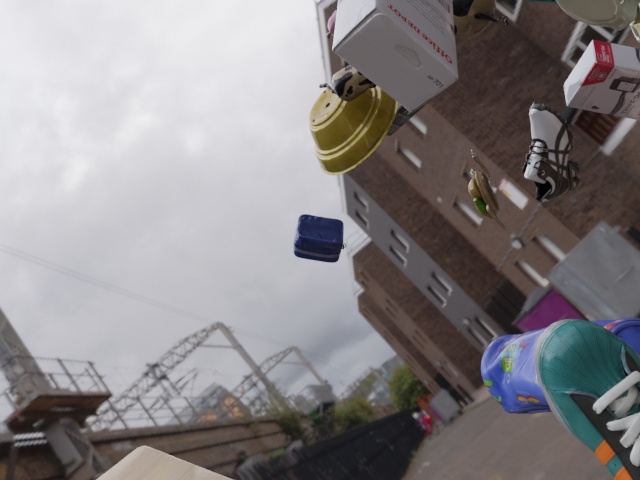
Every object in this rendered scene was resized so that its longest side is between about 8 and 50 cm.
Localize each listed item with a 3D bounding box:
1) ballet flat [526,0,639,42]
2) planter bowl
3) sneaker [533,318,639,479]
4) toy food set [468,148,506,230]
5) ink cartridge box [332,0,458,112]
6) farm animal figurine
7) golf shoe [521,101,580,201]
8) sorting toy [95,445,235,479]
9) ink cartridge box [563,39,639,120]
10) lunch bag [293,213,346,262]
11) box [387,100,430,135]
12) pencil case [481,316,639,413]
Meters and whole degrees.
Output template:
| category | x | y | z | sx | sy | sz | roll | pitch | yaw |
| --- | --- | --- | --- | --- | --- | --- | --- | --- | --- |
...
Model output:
| category | x | y | z | sx | sy | sz | roll | pitch | yaw |
| --- | --- | --- | --- | --- | --- | --- | --- | --- | --- |
| ballet flat | 0.247 | -0.202 | 0.490 | 0.247 | 0.087 | 0.083 | 3 | -12 | -22 |
| planter bowl | 0.041 | -0.242 | 1.195 | 0.090 | 0.217 | 0.217 | 33 | -72 | -31 |
| sneaker | 0.320 | 0.200 | 0.559 | 0.108 | 0.302 | 0.121 | -37 | -4 | -3 |
| toy food set | 0.400 | -0.117 | 1.514 | 0.038 | 0.192 | 0.132 | -24 | -39 | 26 |
| ink cartridge box | 0.095 | -0.277 | 0.758 | 0.139 | 0.191 | 0.082 | 31 | -41 | -29 |
| farm animal figurine | 0.134 | -0.381 | 0.986 | 0.172 | 0.326 | 0.331 | -39 | -45 | -56 |
| golf shoe | 0.417 | -0.157 | 1.136 | 0.094 | 0.077 | 0.198 | -35 | -64 | -9 |
| sorting toy | -0.193 | 0.359 | 0.645 | 0.257 | 0.255 | 0.090 | -33 | -60 | -49 |
| ink cartridge box | 0.534 | -0.284 | 1.096 | 0.109 | 0.150 | 0.063 | 104 | 175 | -56 |
| lunch bag | 0.000 | 0.000 | 1.128 | 0.067 | 0.098 | 0.065 | -81 | 2 | -47 |
| box | 0.199 | -0.398 | 1.649 | 0.180 | 0.147 | 0.077 | -40 | -27 | 31 |
| pencil case | 0.342 | 0.183 | 0.847 | 0.133 | 0.119 | 0.306 | -56 | 5 | -19 |
